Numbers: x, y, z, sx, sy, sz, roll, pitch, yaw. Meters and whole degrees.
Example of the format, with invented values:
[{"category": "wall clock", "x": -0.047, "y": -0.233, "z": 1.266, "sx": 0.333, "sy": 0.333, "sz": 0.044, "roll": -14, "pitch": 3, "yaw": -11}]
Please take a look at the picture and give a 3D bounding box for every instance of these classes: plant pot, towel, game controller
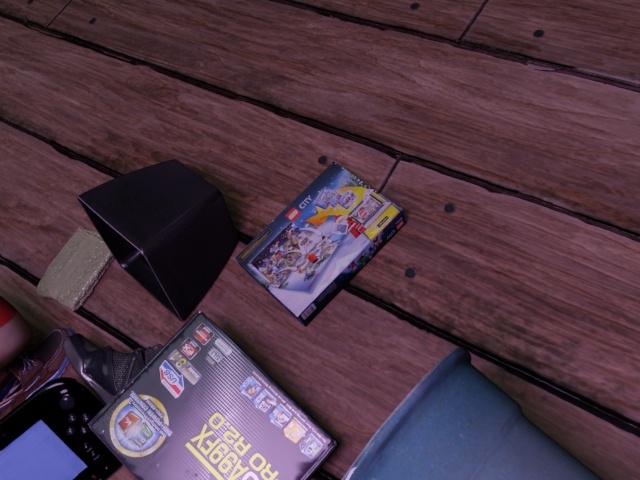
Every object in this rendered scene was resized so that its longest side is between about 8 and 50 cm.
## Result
[{"category": "plant pot", "x": 0.186, "y": 0.338, "z": 0.650, "sx": 0.334, "sy": 0.341, "sz": 0.341, "roll": 33, "pitch": 76, "yaw": 24}, {"category": "towel", "x": -0.432, "y": 0.049, "z": 1.193, "sx": 0.110, "sy": 0.027, "sz": 0.148, "roll": 18, "pitch": 67, "yaw": 26}, {"category": "plant pot", "x": -0.244, "y": -0.017, "z": 1.085, "sx": 0.187, "sy": 0.188, "sz": 0.167, "roll": 34, "pitch": 63, "yaw": 32}, {"category": "game controller", "x": -0.437, "y": 0.344, "z": 0.957, "sx": 0.319, "sy": 0.067, "sz": 0.166, "roll": -40, "pitch": 96, "yaw": -7}]

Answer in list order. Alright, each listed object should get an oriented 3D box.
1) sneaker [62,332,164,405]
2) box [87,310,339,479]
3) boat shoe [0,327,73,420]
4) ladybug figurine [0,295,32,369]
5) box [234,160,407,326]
[{"category": "sneaker", "x": -0.293, "y": 0.193, "z": 1.029, "sx": 0.227, "sy": 0.087, "sz": 0.130, "roll": 32, "pitch": 74, "yaw": 28}, {"category": "box", "x": -0.143, "y": 0.264, "z": 0.905, "sx": 0.270, "sy": 0.060, "sz": 0.216, "roll": 41, "pitch": 79, "yaw": 16}, {"category": "boat shoe", "x": -0.476, "y": 0.217, "z": 1.087, "sx": 0.066, "sy": 0.066, "sz": 0.183, "roll": 23, "pitch": 71, "yaw": 28}, {"category": "ladybug figurine", "x": -0.627, "y": 0.158, "z": 1.012, "sx": 0.449, "sy": 0.305, "sz": 0.162, "roll": -16, "pitch": 96, "yaw": 34}, {"category": "box", "x": 0.000, "y": 0.000, "z": 1.060, "sx": 0.233, "sy": 0.044, "sz": 0.159, "roll": -45, "pitch": 57, "yaw": -9}]
